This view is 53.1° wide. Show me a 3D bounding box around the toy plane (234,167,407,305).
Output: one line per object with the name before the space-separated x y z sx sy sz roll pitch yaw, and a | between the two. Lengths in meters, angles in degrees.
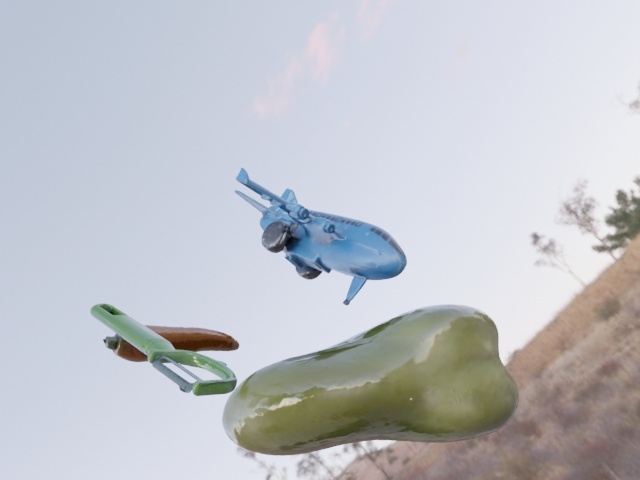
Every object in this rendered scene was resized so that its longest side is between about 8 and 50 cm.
toy plane | 0.000 0.000 0.831 0.105 0.271 0.254 -53 -46 -4

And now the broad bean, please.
broad bean | 0.040 0.130 0.590 0.263 0.121 0.189 -8 -10 0

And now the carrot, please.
carrot | -0.138 0.098 0.613 0.142 0.035 0.035 5 -51 -35

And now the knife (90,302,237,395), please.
knife | -0.127 0.080 0.506 0.054 0.212 0.015 4 -83 -41
